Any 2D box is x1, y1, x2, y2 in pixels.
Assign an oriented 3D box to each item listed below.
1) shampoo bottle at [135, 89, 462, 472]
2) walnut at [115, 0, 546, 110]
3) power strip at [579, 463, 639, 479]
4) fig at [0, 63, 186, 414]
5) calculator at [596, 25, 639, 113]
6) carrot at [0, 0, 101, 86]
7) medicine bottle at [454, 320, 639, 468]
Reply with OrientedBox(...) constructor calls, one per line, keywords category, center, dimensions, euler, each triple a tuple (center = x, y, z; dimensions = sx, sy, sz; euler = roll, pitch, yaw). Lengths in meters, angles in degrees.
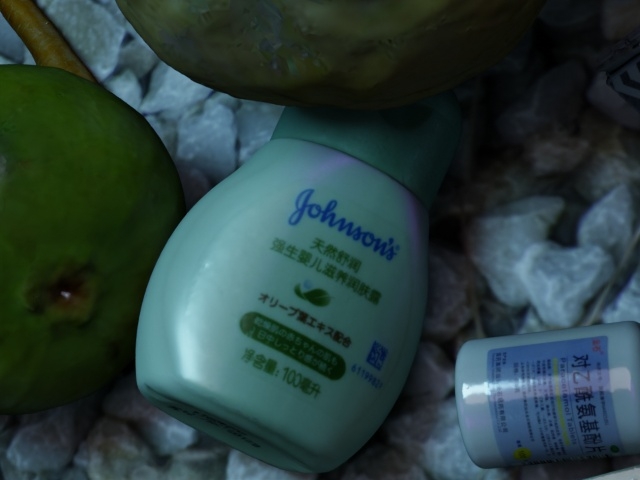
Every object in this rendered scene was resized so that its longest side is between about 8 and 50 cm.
OrientedBox(category="shampoo bottle", center=(0.000, 0.000, 1.445), dimensions=(0.222, 0.151, 0.349), euler=(28, 73, -11))
OrientedBox(category="walnut", center=(0.009, -0.267, 1.327), dimensions=(0.383, 0.383, 0.384), euler=(-6, 71, 17))
OrientedBox(category="power strip", center=(0.266, 0.197, 1.370), dimensions=(0.252, 0.027, 0.060), euler=(-18, 68, 13))
OrientedBox(category="fig", center=(-0.277, -0.015, 1.495), dimensions=(0.316, 0.316, 0.316), euler=(-6, 71, 17))
OrientedBox(category="calculator", center=(0.325, -0.128, 1.314), dimensions=(0.165, 0.274, 0.028), euler=(40, 62, -7))
OrientedBox(category="carrot", center=(-0.243, -0.165, 1.656), dimensions=(0.043, 0.043, 0.248), euler=(-40, 63, 3))
OrientedBox(category="medicine bottle", center=(0.203, 0.117, 1.376), dimensions=(0.186, 0.103, 0.103), euler=(-7, 71, 17))
